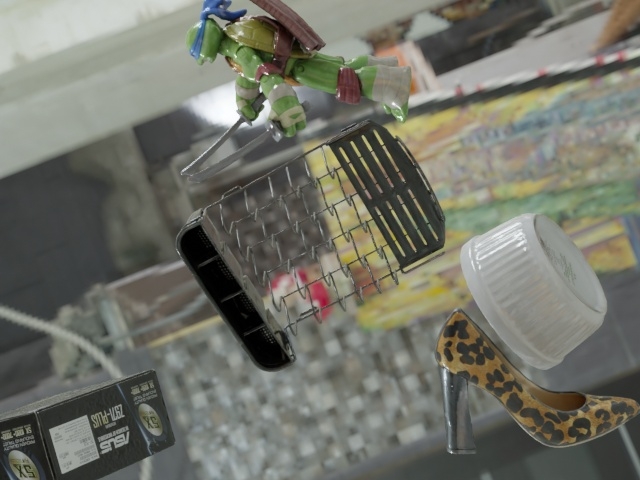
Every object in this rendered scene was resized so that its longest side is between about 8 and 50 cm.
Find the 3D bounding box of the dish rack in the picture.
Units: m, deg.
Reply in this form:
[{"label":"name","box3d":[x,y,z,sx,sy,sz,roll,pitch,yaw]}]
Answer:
[{"label":"dish rack","box3d":[0.000,0.000,1.564,0.208,0.272,0.074,58,-171,-25]}]

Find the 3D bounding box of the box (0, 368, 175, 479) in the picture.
[{"label":"box","box3d":[-0.247,0.186,1.290,0.180,0.147,0.077,-15,-91,-62]}]

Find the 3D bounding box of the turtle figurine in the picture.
[{"label":"turtle figurine","box3d":[-0.037,-0.158,1.702,0.198,0.266,0.274,118,154,-69]}]

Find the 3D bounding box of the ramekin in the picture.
[{"label":"ramekin","box3d":[0.295,0.061,1.897,0.207,0.109,0.207,41,-153,-26]}]

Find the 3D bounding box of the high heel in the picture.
[{"label":"high heel","box3d":[0.277,0.166,1.786,0.093,0.261,0.186,-128,32,-79]}]
